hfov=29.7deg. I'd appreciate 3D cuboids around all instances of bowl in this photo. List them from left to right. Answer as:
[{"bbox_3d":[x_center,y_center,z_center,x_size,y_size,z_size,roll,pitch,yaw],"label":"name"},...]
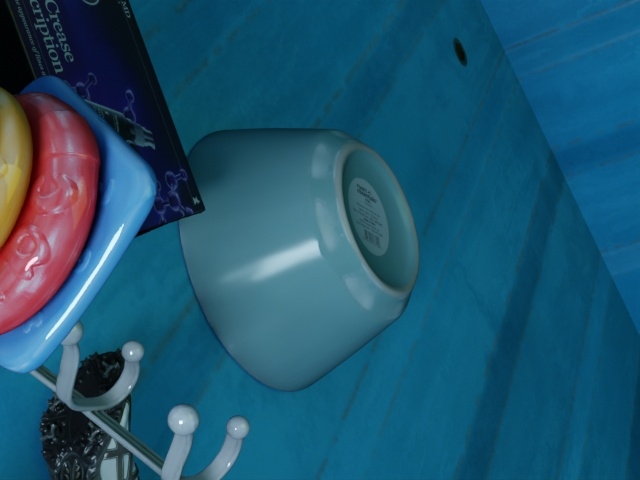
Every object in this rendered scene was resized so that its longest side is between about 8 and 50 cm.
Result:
[{"bbox_3d":[0.000,0.000,1.352,0.311,0.163,0.311,40,41,-46],"label":"bowl"}]

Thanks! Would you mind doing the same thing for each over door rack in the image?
[{"bbox_3d":[-0.215,0.104,0.820,0.240,0.108,0.324,32,17,21],"label":"over door rack"}]

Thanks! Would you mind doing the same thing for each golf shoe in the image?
[{"bbox_3d":[-0.185,0.190,1.004,0.094,0.077,0.198,54,37,-51],"label":"golf shoe"}]

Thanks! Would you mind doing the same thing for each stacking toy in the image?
[{"bbox_3d":[-0.259,-0.050,0.682,0.302,0.165,0.175,29,10,-49],"label":"stacking toy"}]

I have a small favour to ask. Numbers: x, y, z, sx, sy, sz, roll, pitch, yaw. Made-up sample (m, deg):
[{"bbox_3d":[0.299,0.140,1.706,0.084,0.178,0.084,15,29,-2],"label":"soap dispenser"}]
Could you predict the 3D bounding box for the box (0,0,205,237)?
[{"bbox_3d":[-0.228,-0.120,1.080,0.184,0.103,0.261,-25,95,-65],"label":"box"}]
